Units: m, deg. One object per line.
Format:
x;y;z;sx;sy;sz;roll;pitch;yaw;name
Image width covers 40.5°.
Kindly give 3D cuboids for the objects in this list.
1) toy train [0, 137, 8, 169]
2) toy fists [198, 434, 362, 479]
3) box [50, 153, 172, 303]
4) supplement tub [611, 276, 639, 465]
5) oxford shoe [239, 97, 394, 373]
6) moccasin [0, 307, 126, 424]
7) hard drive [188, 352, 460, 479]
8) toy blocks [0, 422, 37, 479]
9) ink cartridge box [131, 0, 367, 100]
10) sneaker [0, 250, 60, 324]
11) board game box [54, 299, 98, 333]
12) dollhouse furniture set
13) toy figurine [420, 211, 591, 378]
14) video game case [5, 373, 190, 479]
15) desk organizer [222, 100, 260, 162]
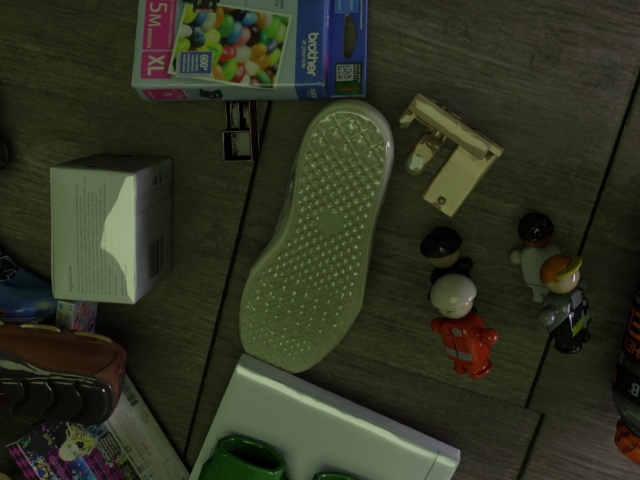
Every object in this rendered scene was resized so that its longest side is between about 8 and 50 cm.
-0.615;-0.138;1.201;0.334;0.142;0.190;-13;100;-23;toy train
-0.047;0.390;1.265;0.279;0.096;0.142;19;106;5;toy fists
-0.288;-0.022;1.216;0.119;0.181;0.182;4;102;5;box
0.511;0.135;1.145;0.207;0.207;0.338;11;102;4;supplement tub
0.000;0.000;1.224;0.169;0.130;0.449;17;118;-1;oxford shoe
-0.456;0.150;1.179;0.380;0.147;0.139;5;121;-8;moccasin
0.000;0.340;1.311;0.353;0.047;0.233;24;113;1;hard drive
-0.587;0.327;1.293;0.288;0.309;0.260;46;145;-12;toy blocks
-0.092;-0.284;1.171;0.311;0.065;0.186;1;79;4;ink cartridge box
-0.527;0.030;1.282;0.330;0.130;0.147;21;106;2;sneaker
-0.370;0.151;1.301;0.026;0.103;0.154;11;103;4;board game box
0.155;-0.109;1.164;0.144;0.151;0.123;35;103;1;dollhouse furniture set
0.243;0.060;1.157;0.209;0.213;0.148;-14;114;10;toy figurine
-0.316;0.335;1.285;0.042;0.210;0.232;-24;100;41;video game case
-0.115;-0.177;1.231;0.047;0.050;0.130;-1;101;6;desk organizer
